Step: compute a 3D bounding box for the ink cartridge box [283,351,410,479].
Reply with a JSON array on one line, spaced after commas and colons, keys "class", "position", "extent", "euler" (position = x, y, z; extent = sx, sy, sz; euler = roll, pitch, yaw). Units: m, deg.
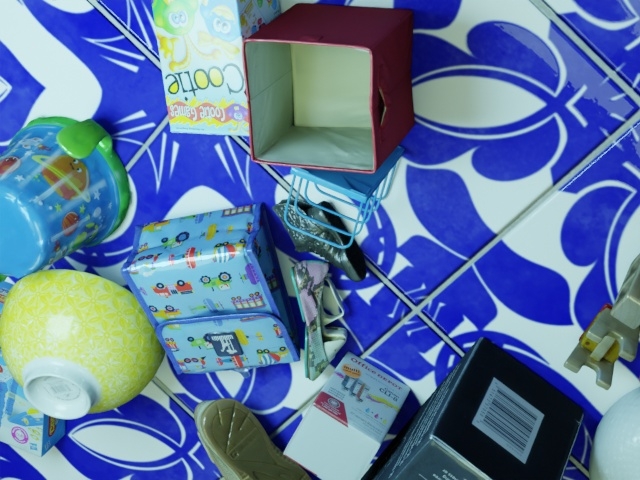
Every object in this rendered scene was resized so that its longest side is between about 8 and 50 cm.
[{"class": "ink cartridge box", "position": [0.046, 0.294, 1.999], "extent": [0.128, 0.176, 0.127], "euler": [31, 121, 5]}]

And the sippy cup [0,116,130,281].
[{"class": "sippy cup", "position": [-0.466, -0.057, 2.009], "extent": [0.240, 0.224, 0.306], "euler": [11, 120, 18]}]

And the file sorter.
[{"class": "file sorter", "position": [0.033, -0.081, 1.815], "extent": [0.118, 0.170, 0.105], "euler": [22, 124, 12]}]

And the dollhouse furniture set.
[{"class": "dollhouse furniture set", "position": [0.524, 0.082, 1.726], "extent": [0.201, 0.152, 0.374], "euler": [30, 140, 6]}]

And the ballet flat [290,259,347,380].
[{"class": "ballet flat", "position": [0.002, 0.132, 2.003], "extent": [0.079, 0.077, 0.222], "euler": [-5, 114, 4]}]

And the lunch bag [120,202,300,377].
[{"class": "lunch bag", "position": [-0.167, 0.107, 2.026], "extent": [0.220, 0.138, 0.293], "euler": [-10, 124, 13]}]

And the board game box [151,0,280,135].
[{"class": "board game box", "position": [-0.147, -0.307, 1.791], "extent": [0.142, 0.144, 0.275], "euler": [4, 116, 22]}]

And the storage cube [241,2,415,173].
[{"class": "storage cube", "position": [0.016, -0.221, 1.736], "extent": [0.214, 0.193, 0.184], "euler": [7, 118, 21]}]

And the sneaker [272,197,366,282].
[{"class": "sneaker", "position": [-0.001, 0.001, 1.945], "extent": [0.089, 0.051, 0.170], "euler": [-25, 99, 31]}]

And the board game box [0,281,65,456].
[{"class": "board game box", "position": [-0.624, 0.217, 2.300], "extent": [0.308, 0.086, 0.302], "euler": [18, 121, 14]}]

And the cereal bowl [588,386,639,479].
[{"class": "cereal bowl", "position": [0.566, 0.380, 1.842], "extent": [0.338, 0.141, 0.339], "euler": [10, 120, 19]}]

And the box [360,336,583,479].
[{"class": "box", "position": [0.192, 0.402, 1.920], "extent": [0.212, 0.293, 0.395], "euler": [37, 124, 2]}]

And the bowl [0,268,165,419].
[{"class": "bowl", "position": [-0.417, 0.203, 2.052], "extent": [0.289, 0.156, 0.290], "euler": [7, 134, 7]}]

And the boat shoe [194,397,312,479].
[{"class": "boat shoe", "position": [-0.104, 0.419, 2.177], "extent": [0.341, 0.121, 0.110], "euler": [58, 159, -9]}]
